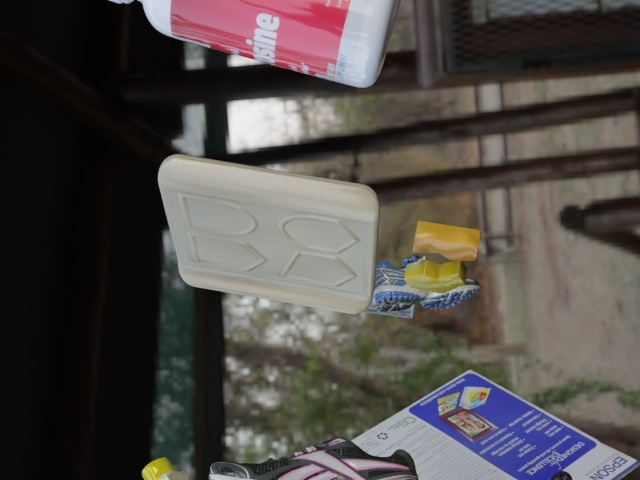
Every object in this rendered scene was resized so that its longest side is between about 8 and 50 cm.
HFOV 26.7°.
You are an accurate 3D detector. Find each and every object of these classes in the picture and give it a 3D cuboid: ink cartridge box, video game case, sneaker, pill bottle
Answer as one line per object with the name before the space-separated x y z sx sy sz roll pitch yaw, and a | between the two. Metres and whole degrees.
ink cartridge box | 0.218 0.317 1.826 0.303 0.307 0.072 -24 -51 -38
video game case | 0.089 0.089 1.901 0.122 0.087 0.011 80 -163 -76
sneaker | 0.116 0.041 1.465 0.052 0.135 0.058 -39 57 52
pill bottle | -0.095 -0.362 1.807 0.229 0.407 0.229 15 -90 -87
sneaker | -0.003 0.199 1.112 0.072 0.178 0.077 103 175 -52

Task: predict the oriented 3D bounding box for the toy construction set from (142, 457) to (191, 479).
toy construction set | -0.240 0.358 1.273 0.151 0.215 0.328 42 132 34

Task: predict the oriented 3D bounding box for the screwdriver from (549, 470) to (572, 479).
screwdriver | 0.228 0.284 1.416 0.170 0.024 0.025 111 165 -55

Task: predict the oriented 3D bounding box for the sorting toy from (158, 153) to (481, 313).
sorting toy | 0.000 0.000 1.340 0.229 0.307 0.041 91 -170 -61
